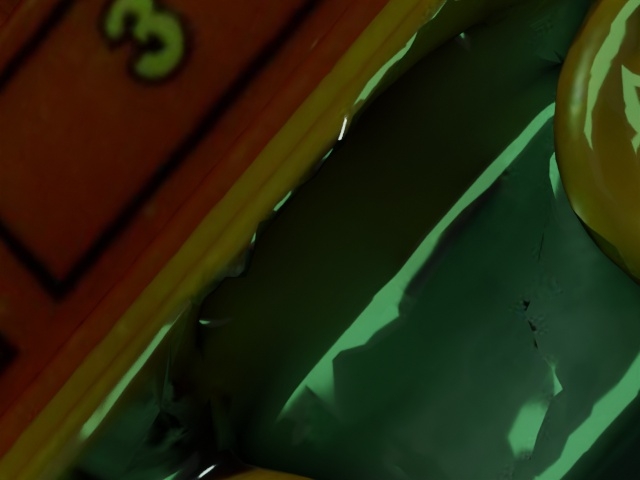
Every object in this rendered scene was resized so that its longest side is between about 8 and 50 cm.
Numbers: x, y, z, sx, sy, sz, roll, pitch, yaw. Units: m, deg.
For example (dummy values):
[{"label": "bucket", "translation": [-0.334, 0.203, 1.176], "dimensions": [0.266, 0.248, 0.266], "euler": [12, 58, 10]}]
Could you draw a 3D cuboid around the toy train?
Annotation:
[{"label": "toy train", "translation": [0.000, 0.000, 0.458], "dimensions": [0.231, 0.163, 0.369], "euler": [45, 101, 20]}]
